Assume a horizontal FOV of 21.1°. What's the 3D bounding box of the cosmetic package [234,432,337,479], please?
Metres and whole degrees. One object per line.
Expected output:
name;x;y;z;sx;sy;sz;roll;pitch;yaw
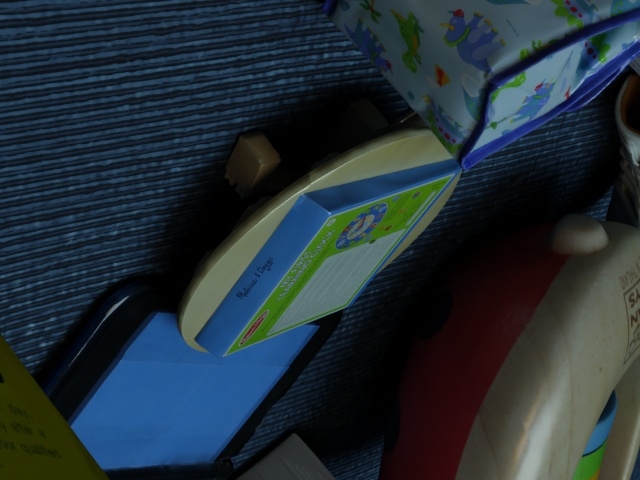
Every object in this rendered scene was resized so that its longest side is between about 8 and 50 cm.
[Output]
cosmetic package;-0.076;0.278;1.402;0.238;0.107;0.127;-41;160;-8

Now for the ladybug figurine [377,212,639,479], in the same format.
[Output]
ladybug figurine;0.152;0.165;1.379;0.305;0.161;0.449;-37;143;-52

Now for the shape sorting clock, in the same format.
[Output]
shape sorting clock;0.000;0.000;1.048;0.206;0.040;0.206;-35;163;-12

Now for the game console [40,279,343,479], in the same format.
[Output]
game console;-0.085;0.176;1.133;0.173;0.250;0.293;-21;166;26

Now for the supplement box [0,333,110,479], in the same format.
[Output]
supplement box;-0.198;0.118;0.596;0.194;0.356;0.195;-43;157;7

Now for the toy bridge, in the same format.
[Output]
toy bridge;0.018;-0.057;1.045;0.188;0.026;0.063;-21;152;-39

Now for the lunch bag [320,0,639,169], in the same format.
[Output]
lunch bag;0.097;-0.130;0.905;0.151;0.129;0.096;-32;160;-25

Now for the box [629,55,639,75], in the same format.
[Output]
box;0.251;-0.154;1.105;0.072;0.126;0.137;-30;155;-20

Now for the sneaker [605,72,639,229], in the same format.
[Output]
sneaker;0.260;-0.075;1.329;0.123;0.106;0.290;-5;142;-23
